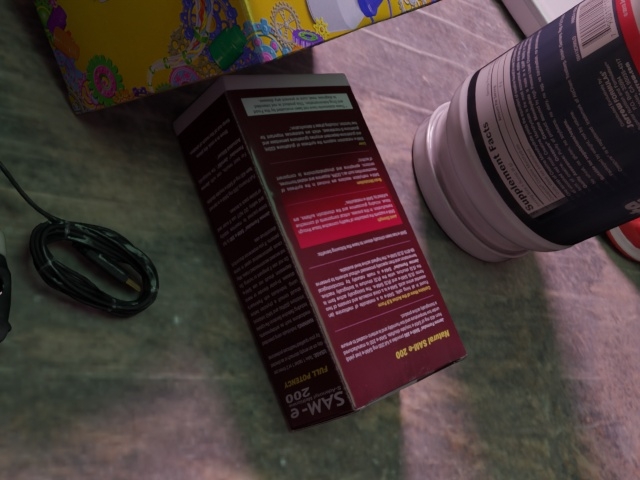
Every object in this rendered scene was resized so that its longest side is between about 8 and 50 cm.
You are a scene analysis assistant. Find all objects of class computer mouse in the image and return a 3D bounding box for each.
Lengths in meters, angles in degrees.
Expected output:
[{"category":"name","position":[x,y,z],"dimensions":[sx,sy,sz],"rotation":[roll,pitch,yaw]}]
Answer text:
[{"category":"computer mouse","position":[-0.189,-0.039,0.440],"dimensions":[0.242,0.041,0.071],"rotation":[49,42,-21]}]

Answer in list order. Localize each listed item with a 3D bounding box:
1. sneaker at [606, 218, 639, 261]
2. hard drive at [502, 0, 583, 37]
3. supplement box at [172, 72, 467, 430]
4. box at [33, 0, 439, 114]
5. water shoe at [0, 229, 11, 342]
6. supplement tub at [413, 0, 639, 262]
[{"category":"sneaker","position":[0.446,-0.017,0.939],"dimensions":[0.221,0.128,0.087],"rotation":[31,49,-29]},{"category":"hard drive","position":[0.315,-0.348,1.056],"dimensions":[0.353,0.047,0.233],"rotation":[54,44,-7]},{"category":"supplement box","position":[0.000,0.000,0.560],"dimensions":[0.130,0.073,0.239],"rotation":[-13,77,-45]},{"category":"box","position":[-0.061,-0.271,0.516],"dimensions":[0.279,0.177,0.289],"rotation":[-36,114,-47]},{"category":"water shoe","position":[-0.232,0.027,0.332],"dimensions":[0.203,0.073,0.080],"rotation":[-4,74,-43]},{"category":"supplement tub","position":[0.238,-0.104,0.688],"dimensions":[0.191,0.272,0.191],"rotation":[21,56,-34]}]
